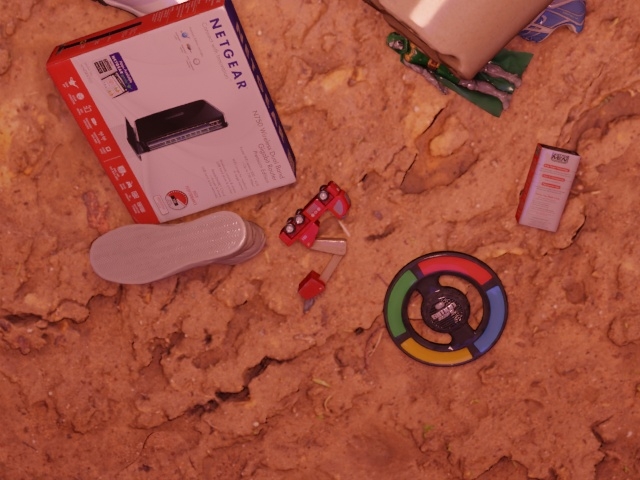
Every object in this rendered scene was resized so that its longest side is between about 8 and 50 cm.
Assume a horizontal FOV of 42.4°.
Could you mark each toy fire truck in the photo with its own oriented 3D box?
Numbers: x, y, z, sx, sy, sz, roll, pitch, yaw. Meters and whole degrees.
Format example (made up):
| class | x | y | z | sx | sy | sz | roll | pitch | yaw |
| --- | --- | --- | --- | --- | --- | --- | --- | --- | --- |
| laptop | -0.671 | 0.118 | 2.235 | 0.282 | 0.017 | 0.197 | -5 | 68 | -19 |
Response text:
| class | x | y | z | sx | sy | sz | roll | pitch | yaw |
| --- | --- | --- | --- | --- | --- | --- | --- | --- | --- |
| toy fire truck | 0.000 | 0.000 | 1.496 | 0.135 | 0.047 | 0.192 | 43 | 105 | -10 |

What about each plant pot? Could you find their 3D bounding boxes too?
| class | x | y | z | sx | sy | sz | roll | pitch | yaw |
| --- | --- | --- | --- | --- | --- | --- | --- | --- | --- |
| plant pot | 0.224 | -0.412 | 1.177 | 0.334 | 0.334 | 0.305 | 37 | 100 | -8 |

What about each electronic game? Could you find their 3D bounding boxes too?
| class | x | y | z | sx | sy | sz | roll | pitch | yaw |
| --- | --- | --- | --- | --- | --- | --- | --- | --- | --- |
| electronic game | 0.230 | 0.128 | 1.522 | 0.229 | 0.048 | 0.229 | 1 | 108 | 4 |

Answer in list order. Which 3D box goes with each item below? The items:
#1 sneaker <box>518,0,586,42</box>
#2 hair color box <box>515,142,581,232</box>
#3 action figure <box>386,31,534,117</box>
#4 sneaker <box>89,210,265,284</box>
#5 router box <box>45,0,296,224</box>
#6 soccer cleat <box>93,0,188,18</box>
| class | x | y | z | sx | sy | sz | roll | pitch | yaw |
| --- | --- | --- | --- | --- | --- | --- | --- | --- | --- |
| sneaker | 0.328 | -0.358 | 1.339 | 0.211 | 0.080 | 0.081 | -10 | 109 | 11 |
| hair color box | 0.395 | -0.092 | 1.441 | 0.072 | 0.043 | 0.141 | 13 | 110 | -1 |
| action figure | 0.217 | -0.293 | 1.373 | 0.232 | 0.063 | 0.137 | 23 | 132 | 2 |
| sneaker | -0.242 | 0.019 | 1.459 | 0.292 | 0.169 | 0.108 | -9 | 83 | 13 |
| router box | -0.235 | -0.208 | 1.372 | 0.301 | 0.082 | 0.335 | -17 | 125 | 9 |
| soccer cleat | -0.304 | -0.426 | 1.348 | 0.318 | 0.109 | 0.116 | 27 | 108 | -10 |
